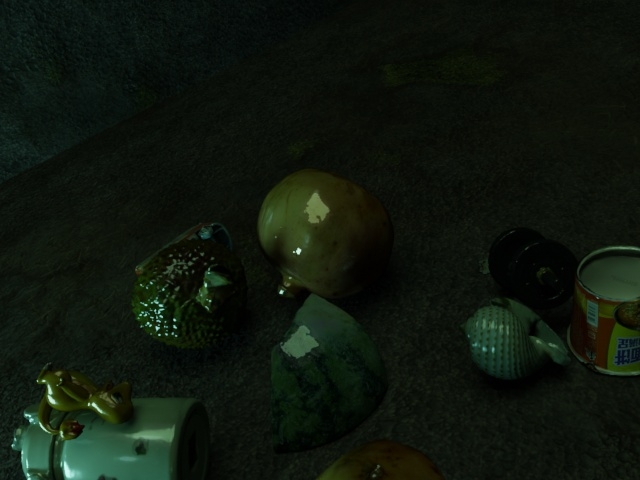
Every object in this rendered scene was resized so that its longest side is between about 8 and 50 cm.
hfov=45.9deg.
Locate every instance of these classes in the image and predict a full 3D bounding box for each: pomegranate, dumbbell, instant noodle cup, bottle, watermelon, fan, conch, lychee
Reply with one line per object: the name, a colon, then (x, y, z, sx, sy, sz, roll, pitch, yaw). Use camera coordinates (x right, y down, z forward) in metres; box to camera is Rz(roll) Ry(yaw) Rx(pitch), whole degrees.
pomegranate: (0.000, 0.000, 1.775, 0.338, 0.338, 0.338, -12, 34, 8)
pomegranate: (0.089, 0.434, 1.178, 0.248, 0.248, 0.248, -12, 34, 8)
dumbbell: (0.441, 0.055, 1.581, 0.143, 0.143, 0.325, -17, 11, 0)
instant noodle cup: (0.574, 0.124, 1.442, 0.213, 0.174, 0.213, -11, 34, 7)
bottle: (-0.399, 0.407, 1.414, 0.351, 0.229, 0.229, -3, 36, 8)
watermelon: (0.000, 0.257, 1.508, 0.255, 0.260, 0.176, -12, 16, -23)
fan: (0.409, 0.056, 1.766, 0.083, 0.004, 0.056, -11, 34, 7)
conch: (0.365, 0.205, 1.460, 0.200, 0.131, 0.172, 36, 19, 6)
lychee: (-0.295, 0.122, 1.748, 0.319, 0.270, 0.270, 13, 44, 32)

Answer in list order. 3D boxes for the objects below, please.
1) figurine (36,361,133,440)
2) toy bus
figurine: (-0.415, 0.292, 1.326, 0.176, 0.121, 0.122, 11, 68, 10)
toy bus: (-0.364, 0.050, 2.020, 0.265, 0.121, 0.119, -39, 30, -30)
